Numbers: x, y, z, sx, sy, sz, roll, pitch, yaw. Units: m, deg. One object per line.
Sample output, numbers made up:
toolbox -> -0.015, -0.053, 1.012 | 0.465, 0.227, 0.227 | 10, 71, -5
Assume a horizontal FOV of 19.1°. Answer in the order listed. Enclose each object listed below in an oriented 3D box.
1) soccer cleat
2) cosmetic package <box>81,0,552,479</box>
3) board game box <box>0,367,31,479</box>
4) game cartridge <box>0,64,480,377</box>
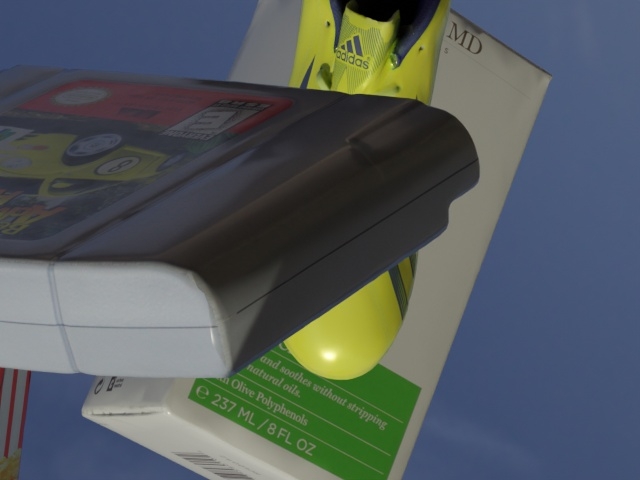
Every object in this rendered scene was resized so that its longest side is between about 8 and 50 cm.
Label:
soccer cleat -> 0.018, -0.071, 1.024 | 0.093, 0.121, 0.289 | 9, -99, 0
cosmetic package -> 0.000, 0.000, 1.373 | 0.197, 0.155, 0.365 | 29, -108, -24
board game box -> -0.214, 0.093, 0.962 | 0.045, 0.193, 0.147 | 29, -144, 26
game cartridge -> -0.106, -0.014, 0.797 | 0.196, 0.294, 0.060 | -37, -56, -42
